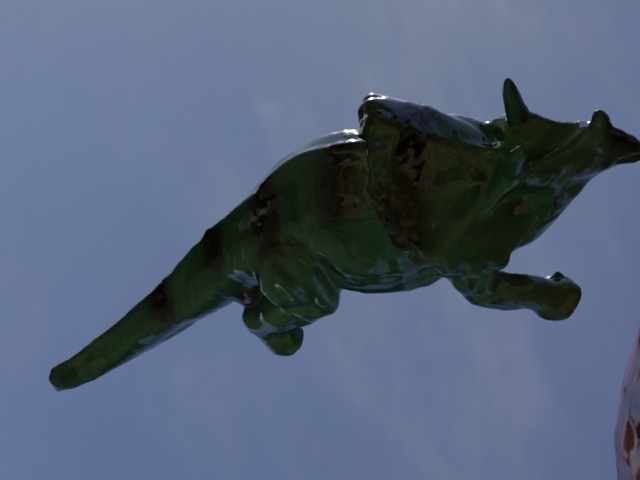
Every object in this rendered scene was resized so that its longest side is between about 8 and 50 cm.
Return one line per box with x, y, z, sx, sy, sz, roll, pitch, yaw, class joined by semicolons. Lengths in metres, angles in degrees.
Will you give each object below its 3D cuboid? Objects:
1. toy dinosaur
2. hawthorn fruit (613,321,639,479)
0.014;0.006;0.849;0.292;0.120;0.079;-31;-134;41;toy dinosaur
0.218;0.075;0.706;0.276;0.307;0.276;10;-76;46;hawthorn fruit
